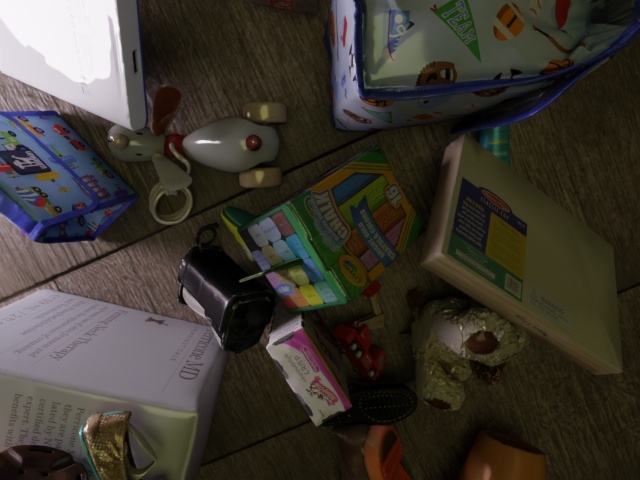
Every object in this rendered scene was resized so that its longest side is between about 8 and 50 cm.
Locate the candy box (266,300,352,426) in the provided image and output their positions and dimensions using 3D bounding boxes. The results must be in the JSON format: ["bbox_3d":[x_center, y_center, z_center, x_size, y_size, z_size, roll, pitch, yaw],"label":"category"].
[{"bbox_3d":[-0.021,0.196,0.779,0.071,0.233,0.159,-30,99,3],"label":"candy box"}]

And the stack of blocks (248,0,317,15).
[{"bbox_3d":[-0.024,-0.562,0.732,0.171,0.087,0.297,9,99,-3],"label":"stack of blocks"}]

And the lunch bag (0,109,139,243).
[{"bbox_3d":[-0.469,-0.099,0.686,0.138,0.293,0.221,-42,98,5],"label":"lunch bag"}]

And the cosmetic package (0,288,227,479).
[{"bbox_3d":[-0.399,0.314,0.737,0.393,0.329,0.327,14,97,-5],"label":"cosmetic package"}]

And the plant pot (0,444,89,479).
[{"bbox_3d":[-0.369,0.351,0.502,0.167,0.167,0.165,23,90,-5],"label":"plant pot"}]

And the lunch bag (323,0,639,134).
[{"bbox_3d":[0.214,-0.289,0.663,0.385,0.328,0.239,-6,99,-4],"label":"lunch bag"}]

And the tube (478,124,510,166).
[{"bbox_3d":[0.340,-0.125,0.839,0.080,0.052,0.207,-5,105,7],"label":"tube"}]

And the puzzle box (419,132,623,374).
[{"bbox_3d":[0.366,0.022,0.750,0.409,0.052,0.272,32,57,-14],"label":"puzzle box"}]

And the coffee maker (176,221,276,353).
[{"bbox_3d":[-0.175,0.086,0.767,0.120,0.178,0.171,-26,128,-33],"label":"coffee maker"}]

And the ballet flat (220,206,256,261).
[{"bbox_3d":[-0.097,0.017,0.833,0.231,0.077,0.077,25,114,-8],"label":"ballet flat"}]

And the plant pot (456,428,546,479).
[{"bbox_3d":[0.370,0.504,0.873,0.205,0.205,0.188,16,82,-4],"label":"plant pot"}]

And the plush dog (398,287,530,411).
[{"bbox_3d":[0.302,0.183,0.839,0.225,0.211,0.262,4,128,-17],"label":"plush dog"}]

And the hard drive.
[{"bbox_3d":[-0.414,-0.327,0.678,0.318,0.040,0.210,25,129,16],"label":"hard drive"}]

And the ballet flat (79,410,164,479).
[{"bbox_3d":[-0.237,0.311,0.546,0.067,0.073,0.206,-19,102,-16],"label":"ballet flat"}]

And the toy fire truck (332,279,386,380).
[{"bbox_3d":[0.091,0.174,0.858,0.135,0.047,0.192,-48,123,-27],"label":"toy fire truck"}]

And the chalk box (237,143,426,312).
[{"bbox_3d":[0.000,0.000,0.709,0.289,0.180,0.179,-38,101,-34],"label":"chalk box"}]

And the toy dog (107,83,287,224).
[{"bbox_3d":[-0.209,-0.164,0.752,0.333,0.161,0.220,-20,99,1],"label":"toy dog"}]

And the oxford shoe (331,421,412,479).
[{"bbox_3d":[0.116,0.534,0.915,0.132,0.130,0.364,-3,109,31],"label":"oxford shoe"}]

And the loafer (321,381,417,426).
[{"bbox_3d":[0.085,0.318,0.870,0.220,0.078,0.080,-8,106,10],"label":"loafer"}]
